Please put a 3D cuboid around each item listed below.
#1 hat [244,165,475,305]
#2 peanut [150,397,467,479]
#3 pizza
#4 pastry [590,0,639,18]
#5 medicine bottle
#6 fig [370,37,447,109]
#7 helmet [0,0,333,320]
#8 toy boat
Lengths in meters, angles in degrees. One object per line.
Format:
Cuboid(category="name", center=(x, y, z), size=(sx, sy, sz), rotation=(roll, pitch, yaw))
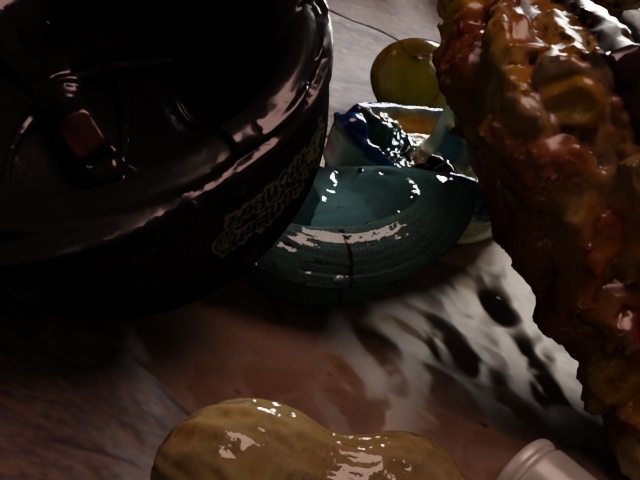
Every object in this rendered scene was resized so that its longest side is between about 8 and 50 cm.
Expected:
Cuboid(category="hat", center=(0.000, 0.000, 1.154), size=(0.191, 0.078, 0.138), rotation=(1, 22, -8))
Cuboid(category="peanut", center=(0.001, 0.124, 0.917), size=(0.187, 0.082, 0.082), rotation=(14, 28, -24))
Cuboid(category="pizza", center=(0.156, -0.036, 1.145), size=(0.278, 0.114, 0.408), rotation=(58, 10, -78))
Cuboid(category="pastry", center=(0.281, -0.393, 1.896), size=(0.337, 0.292, 0.405), rotation=(25, 14, -27))
Cuboid(category="medicine bottle", center=(0.138, 0.156, 1.000), size=(0.089, 0.057, 0.057), rotation=(38, 28, 25))
Cuboid(category="fig", center=(0.077, -0.112, 1.442), size=(0.084, 0.082, 0.098), rotation=(37, 58, -17))
Cuboid(category="helmet", center=(-0.111, -0.044, 1.021), size=(0.231, 0.160, 0.279), rotation=(22, 57, 26))
Cuboid(category="toy boat", center=(0.089, -0.069, 1.307), size=(0.114, 0.115, 0.262), rotation=(40, 30, 28))
